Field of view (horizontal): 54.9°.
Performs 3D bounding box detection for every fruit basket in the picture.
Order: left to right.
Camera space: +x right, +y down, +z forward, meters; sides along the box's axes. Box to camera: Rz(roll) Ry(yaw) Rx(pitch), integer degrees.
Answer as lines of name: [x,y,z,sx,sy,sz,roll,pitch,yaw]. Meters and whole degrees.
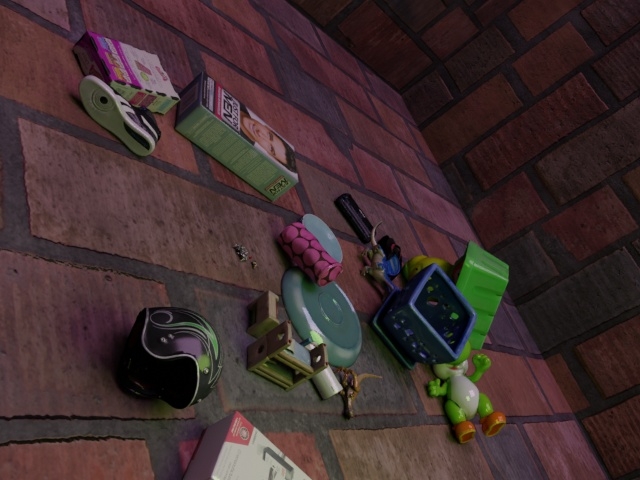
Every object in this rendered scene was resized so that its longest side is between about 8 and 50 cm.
fruit basket: [0.458,0.175,2.233,0.392,0.392,0.283,53,24,-3]

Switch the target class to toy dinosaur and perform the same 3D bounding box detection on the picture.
toy dinosaur: [0.085,0.373,1.585,0.112,0.064,0.211,67,30,-16]

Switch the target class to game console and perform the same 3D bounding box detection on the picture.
game console: [0.184,-0.023,2.271,0.361,0.044,0.213,55,24,-3]

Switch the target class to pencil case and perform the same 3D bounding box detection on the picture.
pencil case: [-0.024,0.036,1.689,0.098,0.095,0.209,4,36,-46]

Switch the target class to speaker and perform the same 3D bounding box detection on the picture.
speaker: [-0.003,0.314,1.490,0.136,0.055,0.055,59,25,11]

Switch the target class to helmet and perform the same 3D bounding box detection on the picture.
helmet: [-0.249,0.200,1.066,0.161,0.169,0.169,23,36,-22]

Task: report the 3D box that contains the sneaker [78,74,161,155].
sneaker: [-0.465,-0.303,1.440,0.217,0.079,0.121,51,20,-27]

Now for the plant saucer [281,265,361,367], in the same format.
plant saucer: [0.017,0.197,1.690,0.317,0.044,0.317,40,29,-28]

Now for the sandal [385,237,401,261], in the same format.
sandal: [0.270,0.046,2.239,0.067,0.040,0.179,47,26,-18]

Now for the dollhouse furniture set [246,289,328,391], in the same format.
dollhouse furniture set: [-0.076,0.213,1.395,0.129,0.129,0.183,37,29,-33]

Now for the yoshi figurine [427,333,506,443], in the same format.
yoshi figurine: [0.451,0.442,1.981,0.203,0.203,0.362,23,35,-38]

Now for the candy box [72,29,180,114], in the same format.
candy box: [-0.482,-0.415,1.545,0.233,0.071,0.159,0,58,-60]

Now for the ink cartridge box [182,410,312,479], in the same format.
ink cartridge box: [-0.122,0.435,1.076,0.218,0.092,0.158,49,25,-16]

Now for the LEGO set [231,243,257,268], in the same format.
LEGO set: [-0.187,0.035,1.554,0.083,0.023,0.054,32,33,-40]

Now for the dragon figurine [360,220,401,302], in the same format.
dragon figurine: [0.214,0.084,2.110,0.144,0.085,0.289,35,41,-35]

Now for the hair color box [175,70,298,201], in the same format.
hair color box: [-0.235,-0.296,1.786,0.374,0.113,0.185,37,30,-35]

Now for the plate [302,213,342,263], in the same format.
plate: [0.000,0.000,1.935,0.188,0.024,0.188,40,29,-28]

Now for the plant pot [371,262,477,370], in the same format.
plant pot: [0.309,0.247,1.903,0.236,0.212,0.236,51,41,-8]
